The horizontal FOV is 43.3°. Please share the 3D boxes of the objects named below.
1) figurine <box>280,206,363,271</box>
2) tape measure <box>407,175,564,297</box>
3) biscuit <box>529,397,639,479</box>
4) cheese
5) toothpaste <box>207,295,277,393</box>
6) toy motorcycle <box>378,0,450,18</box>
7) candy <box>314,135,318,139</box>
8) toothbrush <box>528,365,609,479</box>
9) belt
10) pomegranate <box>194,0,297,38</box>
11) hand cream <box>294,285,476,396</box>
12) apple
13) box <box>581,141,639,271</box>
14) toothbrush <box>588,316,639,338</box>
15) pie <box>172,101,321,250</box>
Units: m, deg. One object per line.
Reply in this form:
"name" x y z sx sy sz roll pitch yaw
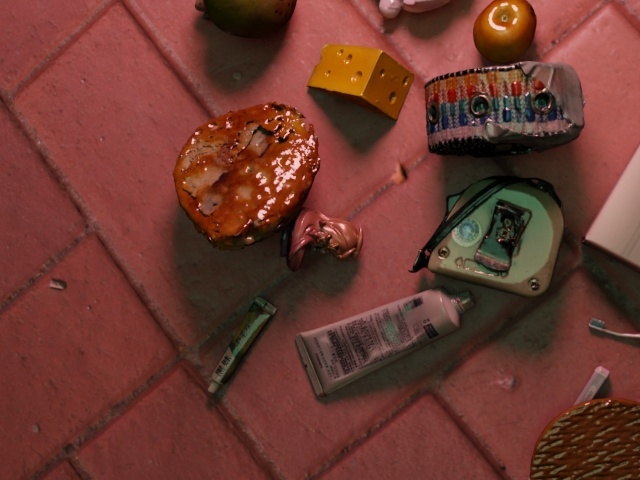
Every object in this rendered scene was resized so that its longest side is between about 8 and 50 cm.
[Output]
"figurine" -0.005 -0.007 1.440 0.157 0.126 0.114 -6 129 16
"tape measure" 0.288 -0.016 1.363 0.235 0.115 0.207 14 94 15
"biscuit" 0.474 0.383 1.325 0.261 0.037 0.262 0 95 6
"cheese" 0.057 -0.298 1.458 0.171 0.126 0.093 23 93 35
"toothpaste" -0.153 0.199 1.512 0.049 0.031 0.204 33 94 13
"toy motorcycle" 0.143 -0.478 1.425 0.260 0.110 0.171 24 106 19
"candy" -0.074 -0.120 1.500 0.060 0.060 0.201 43 91 12
"toothbrush" 0.390 0.360 1.365 0.025 0.030 0.342 32 94 9
"belt" 0.299 -0.214 1.319 0.257 0.207 0.150 -3 90 22
"pomegranate" -0.150 -0.451 1.459 0.210 0.179 0.179 -5 87 15
"hand cream" 0.118 0.166 1.434 0.340 0.077 0.124 -25 83 20
"apple" 0.316 -0.359 1.372 0.114 0.102 0.099 -41 78 9
"box" 0.574 -0.055 1.297 0.203 0.106 0.252 31 95 15
"toothbrush" 0.549 0.165 1.338 0.204 0.017 0.022 15 111 15
"pie" -0.138 -0.124 1.449 0.308 0.085 0.308 -11 58 18
